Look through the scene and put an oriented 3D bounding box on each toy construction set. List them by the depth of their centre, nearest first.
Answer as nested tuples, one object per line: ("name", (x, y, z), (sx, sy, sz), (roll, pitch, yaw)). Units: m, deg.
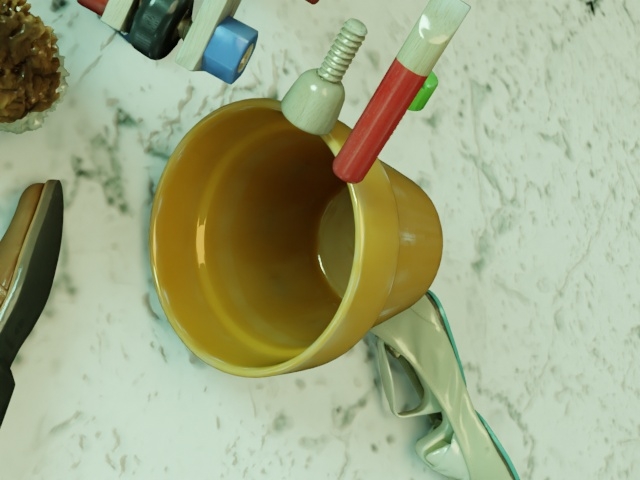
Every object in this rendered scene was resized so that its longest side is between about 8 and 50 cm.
("toy construction set", (-0.011, -0.226, 0.656), (0.309, 0.237, 0.257), (47, 36, 20))

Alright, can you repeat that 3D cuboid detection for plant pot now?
("plant pot", (0.000, 0.000, 0.807), (0.188, 0.205, 0.205), (2, 83, -54))

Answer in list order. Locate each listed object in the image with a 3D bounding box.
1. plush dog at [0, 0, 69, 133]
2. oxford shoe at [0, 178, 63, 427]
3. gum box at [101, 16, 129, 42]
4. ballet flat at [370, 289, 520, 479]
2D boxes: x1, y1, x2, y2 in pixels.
("plush dog", (-0.260, -0.159, 0.583), (0.210, 0.225, 0.262), (-42, 110, -35))
("oxford shoe", (-0.232, 0.042, 0.687), (0.076, 0.076, 0.212), (13, 59, 4))
("gum box", (-0.171, -0.277, 0.790), (0.184, 0.041, 0.157), (42, 60, -27))
("ballet flat", (0.111, 0.163, 0.949), (0.086, 0.086, 0.249), (-34, 104, -37))
